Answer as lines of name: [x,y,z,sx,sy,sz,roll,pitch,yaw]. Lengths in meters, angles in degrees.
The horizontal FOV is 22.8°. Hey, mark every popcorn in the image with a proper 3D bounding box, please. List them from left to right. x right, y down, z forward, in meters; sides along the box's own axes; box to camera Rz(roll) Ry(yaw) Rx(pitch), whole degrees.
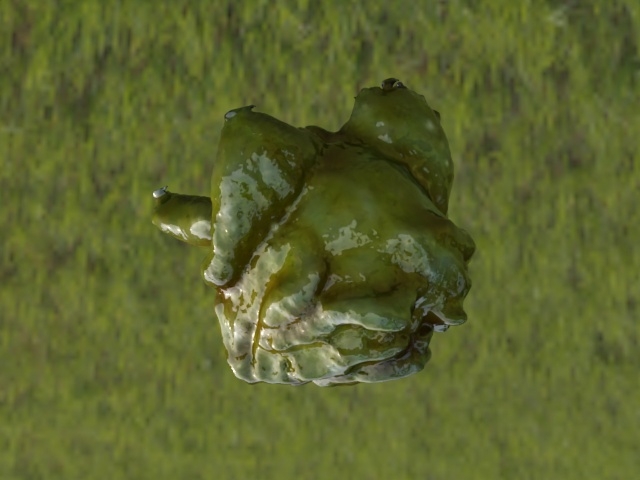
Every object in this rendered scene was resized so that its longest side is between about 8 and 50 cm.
popcorn: [-0.009,0.007,1.583,0.321,0.290,0.325,-19,142,8]
